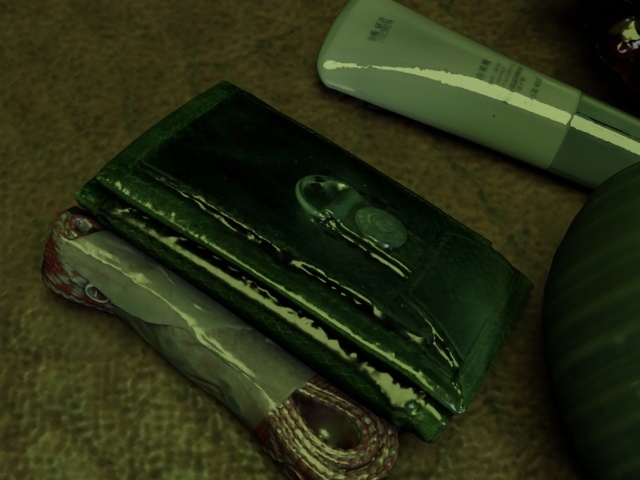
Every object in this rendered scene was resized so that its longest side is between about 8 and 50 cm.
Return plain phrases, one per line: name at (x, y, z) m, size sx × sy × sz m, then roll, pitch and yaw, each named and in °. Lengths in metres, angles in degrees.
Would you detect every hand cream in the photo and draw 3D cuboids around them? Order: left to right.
hand cream at (0.122, -0.086, 0.770) m, size 0.255 × 0.048 × 0.079 m, roll 24°, pitch 60°, yaw 6°

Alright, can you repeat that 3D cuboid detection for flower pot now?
flower pot at (0.220, 0.070, 0.652) m, size 0.189 × 0.157 × 0.243 m, roll -14°, pitch 68°, yaw -15°

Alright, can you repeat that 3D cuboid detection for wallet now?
wallet at (0.001, -0.002, 0.688) m, size 0.236 × 0.055 × 0.160 m, roll 35°, pitch 37°, yaw 6°

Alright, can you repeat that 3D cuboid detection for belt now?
belt at (-0.054, 0.059, 0.680) m, size 0.232 × 0.053 × 0.071 m, roll 38°, pitch 63°, yaw 7°

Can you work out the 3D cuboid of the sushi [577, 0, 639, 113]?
sushi at (0.245, -0.153, 0.764) m, size 0.172 × 0.153 × 0.150 m, roll -21°, pitch 88°, yaw -38°
